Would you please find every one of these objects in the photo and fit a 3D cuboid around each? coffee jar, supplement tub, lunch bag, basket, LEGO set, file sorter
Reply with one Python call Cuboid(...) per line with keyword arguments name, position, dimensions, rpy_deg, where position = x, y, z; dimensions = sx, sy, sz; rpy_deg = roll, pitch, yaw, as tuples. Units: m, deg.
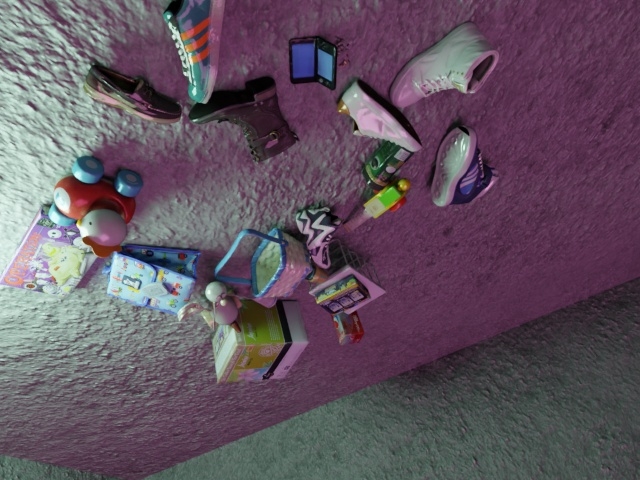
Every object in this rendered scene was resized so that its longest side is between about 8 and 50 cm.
Cuboid(name="coffee jar", position=(0.213, -0.250, 1.450), dimensions=(0.079, 0.096, 0.184), rpy_deg=(15, 131, -32))
Cuboid(name="supplement tub", position=(-0.235, 0.227, 1.845), dimensions=(0.071, 0.071, 0.107), rpy_deg=(-32, 140, 14))
Cuboid(name="lunch bag", position=(-0.589, 0.123, 1.550), dimensions=(0.293, 0.138, 0.221), rpy_deg=(14, 132, -19))
Cuboid(name="basket", position=(-0.198, 0.081, 1.581), dimensions=(0.289, 0.201, 0.255), rpy_deg=(14, 133, -36))
Cuboid(name="LEGO set", position=(0.056, -0.484, 1.160), dimensions=(0.054, 0.023, 0.083), rpy_deg=(-36, 139, 19))
Cuboid(name="file sorter", position=(0.091, 0.141, 1.800), dimensions=(0.193, 0.173, 0.278), rpy_deg=(-35, 139, 19))

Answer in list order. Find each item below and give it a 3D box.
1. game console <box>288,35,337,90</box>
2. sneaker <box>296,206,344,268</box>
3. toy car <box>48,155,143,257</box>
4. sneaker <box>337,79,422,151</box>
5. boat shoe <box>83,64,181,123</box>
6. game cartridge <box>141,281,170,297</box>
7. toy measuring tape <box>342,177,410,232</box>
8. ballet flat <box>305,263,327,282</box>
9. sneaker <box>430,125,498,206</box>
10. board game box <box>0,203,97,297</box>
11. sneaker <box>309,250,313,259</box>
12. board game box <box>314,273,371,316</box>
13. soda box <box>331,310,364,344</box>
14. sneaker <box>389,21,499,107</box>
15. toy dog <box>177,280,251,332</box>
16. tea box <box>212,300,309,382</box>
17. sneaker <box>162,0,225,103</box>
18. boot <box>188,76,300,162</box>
Cuboid(name="game console", position=(-0.018, -0.444, 1.143), dimensions=(0.071, 0.107, 0.122), rpy_deg=(-36, 149, -26))
Cuboid(name="sneaker", position=(0.026, -0.017, 1.592), dimensions=(0.153, 0.094, 0.235), rpy_deg=(-20, 107, 12))
Cuboid(name="toy car", position=(-0.606, -0.057, 1.211), dimensions=(0.210, 0.238, 0.219), rpy_deg=(20, 127, -39))
Cuboid(name="sneaker", position=(0.170, -0.338, 1.317), dimensions=(0.290, 0.106, 0.123), rpy_deg=(33, 126, -25))
Cuboid(name="boat shoe", position=(-0.435, -0.347, 1.069), dimensions=(0.223, 0.080, 0.073), rpy_deg=(14, 136, -29))
Cuboid(name="game cartridge", position=(-0.552, 0.164, 1.501), dimensions=(0.083, 0.017, 0.056), rpy_deg=(-14, 130, 15))
Cuboid(name="toy measuring tape", position=(0.207, -0.132, 1.599), dimensions=(0.121, 0.121, 0.330), rpy_deg=(9, 150, -32))
Cuboid(name="ballet flat", position=(-0.051, 0.119, 1.685), dimensions=(0.073, 0.232, 0.080), rpy_deg=(21, 90, -30))
Cuboid(name="sneaker", position=(0.528, -0.265, 1.560), dimensions=(0.236, 0.130, 0.322), rpy_deg=(-15, 138, -22))
Cuboid(name="board game box", position=(-0.822, 0.046, 1.399), dimensions=(0.208, 0.056, 0.347), rpy_deg=(25, 124, -37))
Cuboid(name="sneaker", position=(-0.001, -0.001, 1.683), dimensions=(0.089, 0.051, 0.170), rpy_deg=(-12, 129, -9))
Cuboid(name="board game box", position=(0.085, 0.211, 1.705), dimensions=(0.170, 0.048, 0.141), rpy_deg=(-28, 138, 14))
Cuboid(name="soda box", position=(0.099, 0.310, 1.930), dimensions=(0.092, 0.263, 0.083), rpy_deg=(-3, 140, -20))
Cuboid(name="sneaker", position=(0.330, -0.439, 1.218), dimensions=(0.292, 0.169, 0.108), rpy_deg=(-38, 140, 23))
Cuboid(name="toy dog", position=(-0.355, 0.265, 1.667), dimensions=(0.220, 0.161, 0.334), rpy_deg=(-43, 170, 1))
Cuboid(name="tea box", position=(-0.272, 0.440, 1.962), dimensions=(0.324, 0.220, 0.329), rpy_deg=(4, 136, -26))
Cuboid(name="sneaker", position=(-0.285, -0.454, 0.992), dimensions=(0.121, 0.108, 0.302), rpy_deg=(0, 130, -22))
Cuboid(name="boot", position=(-0.197, -0.299, 1.219), dimensions=(0.263, 0.091, 0.229), rpy_deg=(-20, 141, -4))
